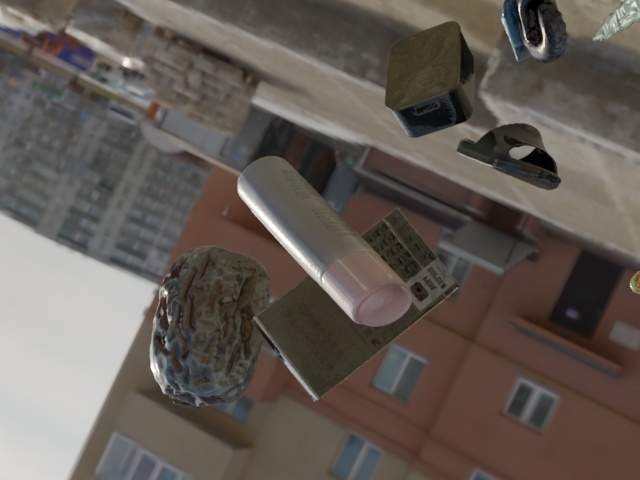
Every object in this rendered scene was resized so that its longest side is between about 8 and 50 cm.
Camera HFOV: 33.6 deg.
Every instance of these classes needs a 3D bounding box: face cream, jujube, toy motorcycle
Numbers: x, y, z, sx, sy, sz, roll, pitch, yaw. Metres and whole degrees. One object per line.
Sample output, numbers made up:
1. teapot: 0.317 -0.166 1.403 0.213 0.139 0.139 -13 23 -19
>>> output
1. face cream: 0.000 0.000 0.981 0.084 0.057 0.198 13 -151 -50
2. jujube: -0.214 0.162 2.036 0.226 0.316 0.226 11 164 3
3. toy motorcycle: 0.367 -0.543 2.054 0.416 0.172 0.232 68 165 -12

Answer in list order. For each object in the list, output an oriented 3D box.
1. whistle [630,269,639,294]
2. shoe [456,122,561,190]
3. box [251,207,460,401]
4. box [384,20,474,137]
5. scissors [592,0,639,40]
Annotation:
1. whistle: 0.544 0.058 1.619 0.288 0.106 0.131 95 157 -61
2. shoe: 0.318 -0.156 1.773 0.108 0.093 0.241 21 -174 -26
3. box: 0.063 0.107 1.812 0.180 0.325 0.047 52 163 4
4. box: 0.201 -0.287 1.903 0.145 0.201 0.090 -17 133 23
5. scissors: 0.435 -0.327 1.408 0.029 0.255 0.383 -18 -168 -7
